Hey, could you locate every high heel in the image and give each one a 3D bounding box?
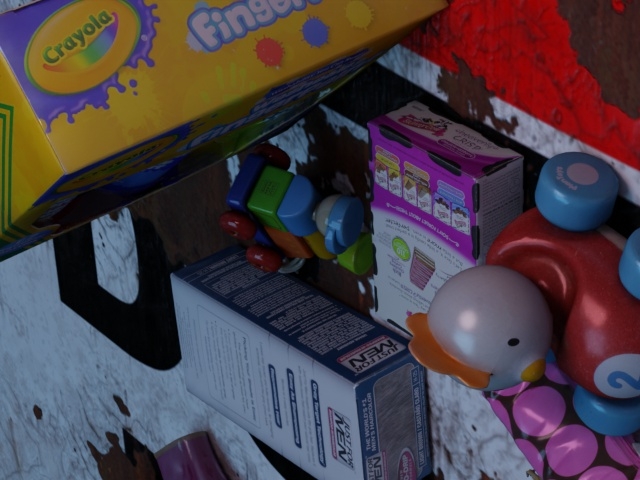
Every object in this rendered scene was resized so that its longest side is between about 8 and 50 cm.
[{"bbox_3d":[-0.223,0.411,2.694,0.377,0.127,0.181,-46,62,54],"label":"high heel"}]

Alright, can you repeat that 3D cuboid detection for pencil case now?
[{"bbox_3d":[0.246,0.188,1.864,0.209,0.095,0.098,50,132,30],"label":"pencil case"}]

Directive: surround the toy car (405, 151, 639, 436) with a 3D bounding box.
[{"bbox_3d":[0.188,0.082,1.739,0.210,0.238,0.219,45,144,30],"label":"toy car"}]

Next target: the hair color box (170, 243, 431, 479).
[{"bbox_3d":[-0.026,0.150,2.240,0.347,0.105,0.174,29,134,45],"label":"hair color box"}]

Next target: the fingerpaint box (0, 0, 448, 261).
[{"bbox_3d":[-0.157,-0.152,1.893,0.163,0.445,0.371,62,149,3],"label":"fingerpaint box"}]

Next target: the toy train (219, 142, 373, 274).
[{"bbox_3d":[0.000,0.000,2.122,0.143,0.105,0.248,19,163,25],"label":"toy train"}]

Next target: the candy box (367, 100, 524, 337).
[{"bbox_3d":[0.125,-0.002,1.935,0.159,0.071,0.233,32,136,42],"label":"candy box"}]

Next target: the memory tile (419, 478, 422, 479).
[{"bbox_3d":[0.066,0.302,2.247,0.148,0.012,0.113,21,119,44],"label":"memory tile"}]

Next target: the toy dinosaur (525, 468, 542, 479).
[{"bbox_3d":[0.251,0.237,1.935,0.183,0.053,0.092,24,130,47],"label":"toy dinosaur"}]
